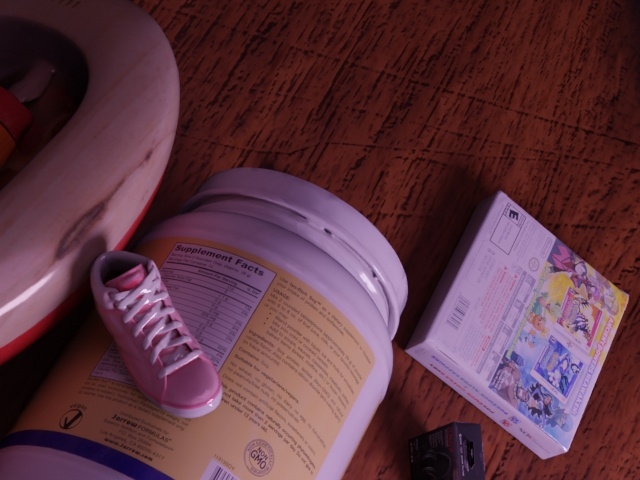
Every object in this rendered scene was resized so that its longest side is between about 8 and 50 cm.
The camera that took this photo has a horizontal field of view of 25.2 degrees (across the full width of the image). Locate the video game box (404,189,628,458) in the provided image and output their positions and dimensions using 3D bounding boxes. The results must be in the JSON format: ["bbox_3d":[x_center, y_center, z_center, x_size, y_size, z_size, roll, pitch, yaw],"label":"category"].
[{"bbox_3d":[0.201,0.082,1.430,0.187,0.048,0.205,37,56,-10],"label":"video game box"}]

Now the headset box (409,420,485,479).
[{"bbox_3d":[0.118,0.203,1.306,0.032,0.083,0.062,9,67,-28],"label":"headset box"}]

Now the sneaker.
[{"bbox_3d":[-0.117,0.059,0.976,0.051,0.070,0.134,-30,55,-20],"label":"sneaker"}]

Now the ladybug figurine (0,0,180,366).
[{"bbox_3d":[-0.282,-0.024,1.078,0.305,0.162,0.449,23,52,24],"label":"ladybug figurine"}]

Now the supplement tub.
[{"bbox_3d":[-0.087,0.129,1.117,0.241,0.241,0.331,38,55,-12],"label":"supplement tub"}]
